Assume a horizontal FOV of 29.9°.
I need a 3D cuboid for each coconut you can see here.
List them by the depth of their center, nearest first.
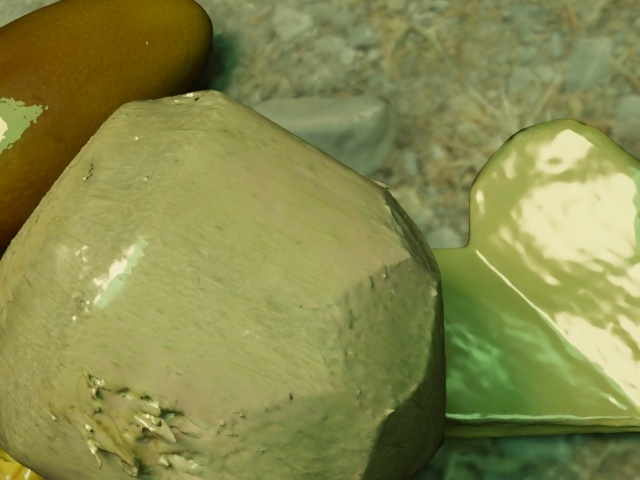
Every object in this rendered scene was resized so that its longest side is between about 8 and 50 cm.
[{"bbox_3d":[-0.039,0.048,0.586,0.234,0.224,0.224,35,80,-4],"label":"coconut"}]

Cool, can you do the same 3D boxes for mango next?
[{"bbox_3d":[-0.179,-0.079,0.777,0.253,0.113,0.138,-32,59,-6],"label":"mango"}]

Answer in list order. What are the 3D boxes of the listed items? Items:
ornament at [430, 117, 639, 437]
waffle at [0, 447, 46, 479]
[{"bbox_3d":[0.123,0.045,0.673,0.201,0.059,0.180,-43,63,-1],"label":"ornament"},{"bbox_3d":[-0.134,0.192,0.679,0.262,0.060,0.280,-14,62,12],"label":"waffle"}]
